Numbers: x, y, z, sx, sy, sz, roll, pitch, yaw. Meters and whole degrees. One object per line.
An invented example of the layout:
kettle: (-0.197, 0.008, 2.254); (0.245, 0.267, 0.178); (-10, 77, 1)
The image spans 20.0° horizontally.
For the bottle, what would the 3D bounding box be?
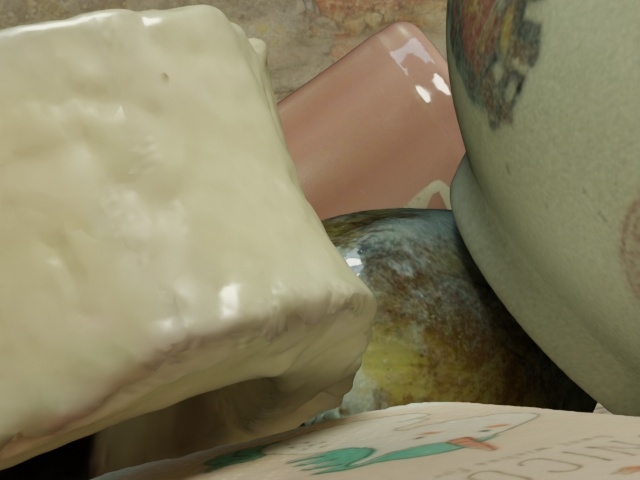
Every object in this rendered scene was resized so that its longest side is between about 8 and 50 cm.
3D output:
bottle: (0.000, 0.000, 1.337); (0.297, 0.206, 0.173); (-34, 2, 1)

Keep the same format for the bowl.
bowl: (0.190, -0.030, 0.865); (0.196, 0.435, 0.435); (-44, -14, 21)

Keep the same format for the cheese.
cheese: (-0.142, 0.040, 0.739); (0.332, 0.153, 0.292); (-22, -12, 10)

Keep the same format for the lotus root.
lotus root: (0.073, 0.051, 0.956); (0.158, 0.140, 0.322); (21, 14, 31)

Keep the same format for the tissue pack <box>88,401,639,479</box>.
tissue pack: (0.043, 0.100, 0.556); (0.170, 0.071, 0.325); (-9, 1, -21)
